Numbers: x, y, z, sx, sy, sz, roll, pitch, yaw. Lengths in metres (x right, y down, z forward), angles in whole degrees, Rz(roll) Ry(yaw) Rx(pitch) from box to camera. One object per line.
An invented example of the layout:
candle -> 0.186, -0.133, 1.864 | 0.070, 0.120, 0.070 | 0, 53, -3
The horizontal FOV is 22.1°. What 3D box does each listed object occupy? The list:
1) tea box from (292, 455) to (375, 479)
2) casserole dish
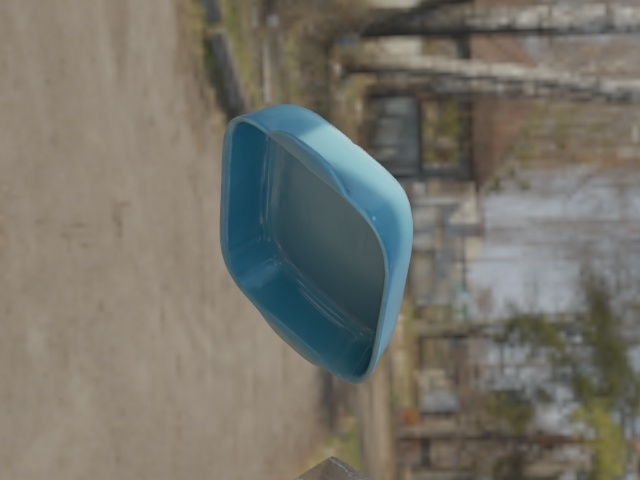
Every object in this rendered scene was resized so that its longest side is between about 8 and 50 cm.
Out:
tea box -> 0.053, 0.317, 0.705 | 0.329, 0.220, 0.324 | 20, -44, 58
casserole dish -> 0.000, 0.000, 0.835 | 0.037, 0.114, 0.188 | -39, 158, -25
